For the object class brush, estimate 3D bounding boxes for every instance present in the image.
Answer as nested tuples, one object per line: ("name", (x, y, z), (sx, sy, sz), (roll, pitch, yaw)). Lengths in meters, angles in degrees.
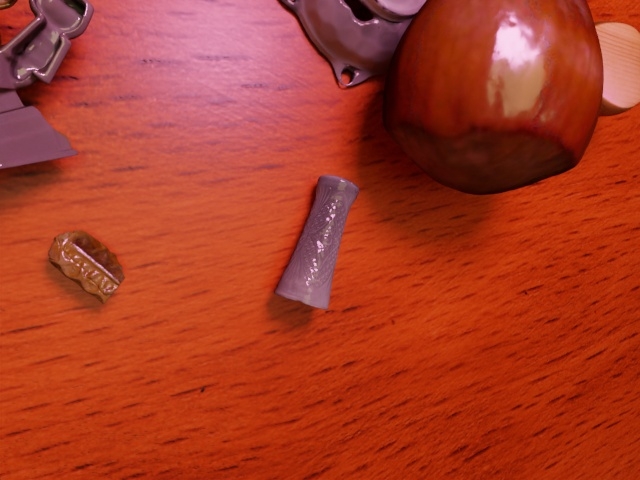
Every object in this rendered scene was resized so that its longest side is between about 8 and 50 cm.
("brush", (0.512, -0.342, 0.896), (0.267, 0.166, 0.174), (5, 92, -28))

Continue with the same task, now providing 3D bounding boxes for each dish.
("dish", (0.097, -0.429, 0.743), (0.303, 0.120, 0.303), (-2, 95, -24))

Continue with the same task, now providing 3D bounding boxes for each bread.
("bread", (-0.332, 0.032, 0.633), (0.110, 0.060, 0.066), (45, 64, -17))

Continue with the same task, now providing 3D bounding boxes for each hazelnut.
("hazelnut", (0.280, -0.246, 0.724), (0.366, 0.366, 0.365), (-2, 95, -23))

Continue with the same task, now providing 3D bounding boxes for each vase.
("vase", (0.000, 0.000, 0.756), (0.096, 0.096, 0.219), (21, 83, -23))

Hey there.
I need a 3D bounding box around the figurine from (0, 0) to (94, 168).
("figurine", (-0.442, -0.214, 0.507), (0.342, 0.167, 0.284), (-27, 114, -40))
